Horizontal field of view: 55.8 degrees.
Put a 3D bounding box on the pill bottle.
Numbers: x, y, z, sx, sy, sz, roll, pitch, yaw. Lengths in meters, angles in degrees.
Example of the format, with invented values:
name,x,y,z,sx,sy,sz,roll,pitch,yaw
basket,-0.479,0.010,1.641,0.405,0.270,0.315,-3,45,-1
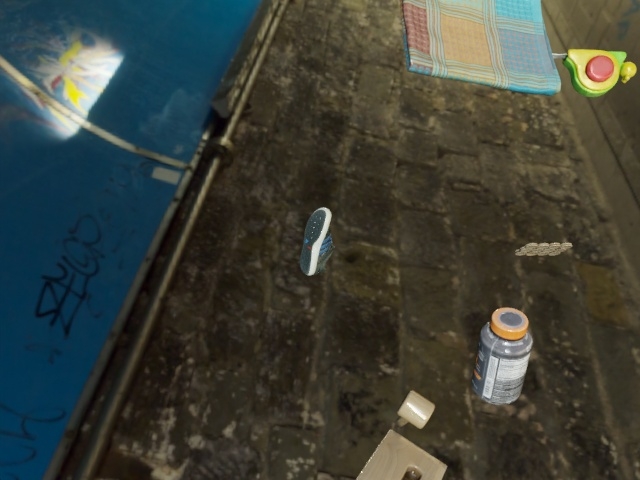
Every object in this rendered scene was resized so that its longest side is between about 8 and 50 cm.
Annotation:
name,x,y,z,sx,sy,sz,roll,pitch,yaw
pill bottle,0.463,0.289,1.537,0.130,0.130,0.246,-82,-7,-56

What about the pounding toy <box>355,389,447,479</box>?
name,x,y,z,sx,sy,sz,roll,pitch,yaw
pounding toy,0.101,0.281,0.715,0.181,0.094,0.206,-27,-37,-61

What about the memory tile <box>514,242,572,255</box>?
name,x,y,z,sx,sy,sz,roll,pitch,yaw
memory tile,0.690,0.027,1.878,0.113,0.147,0.012,108,161,-71

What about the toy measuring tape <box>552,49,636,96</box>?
name,x,y,z,sx,sy,sz,roll,pitch,yaw
toy measuring tape,0.667,-0.445,1.615,0.121,0.329,0.122,4,-90,-82

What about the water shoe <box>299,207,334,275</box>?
name,x,y,z,sx,sy,sz,roll,pitch,yaw
water shoe,0.000,0.000,1.682,0.073,0.080,0.203,39,121,41

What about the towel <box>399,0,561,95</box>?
name,x,y,z,sx,sy,sz,roll,pitch,yaw
towel,0.347,-0.455,1.323,0.040,0.369,0.272,133,138,-61
